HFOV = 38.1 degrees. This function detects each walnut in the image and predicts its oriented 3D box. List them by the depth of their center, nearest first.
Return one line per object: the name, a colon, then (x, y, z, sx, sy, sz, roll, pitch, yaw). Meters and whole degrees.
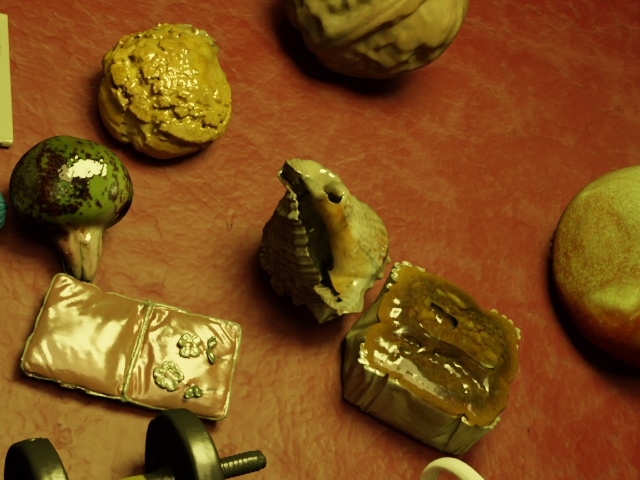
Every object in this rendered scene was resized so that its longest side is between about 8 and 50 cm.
walnut: (0.081, -0.365, 1.368, 0.273, 0.273, 0.227, 52, 40, 11)

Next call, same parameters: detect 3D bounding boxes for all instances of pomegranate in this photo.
pomegranate: (-0.288, -0.039, 1.063, 0.126, 0.163, 0.138, 24, 18, 39)

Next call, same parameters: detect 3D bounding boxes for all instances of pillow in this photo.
pillow: (-0.205, 0.123, 1.032, 0.233, 0.043, 0.126, 18, 55, -18)

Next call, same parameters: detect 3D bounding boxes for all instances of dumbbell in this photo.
dumbbell: (-0.198, 0.245, 0.886, 0.326, 0.143, 0.143, -6, 63, -32)

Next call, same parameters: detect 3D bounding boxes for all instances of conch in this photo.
conch: (0.000, 0.000, 1.139, 0.163, 0.245, 0.178, -23, 47, 2)

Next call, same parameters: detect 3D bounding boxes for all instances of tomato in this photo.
tomato: (0.497, 0.037, 1.346, 0.304, 0.239, 0.303, 18, 50, -22)

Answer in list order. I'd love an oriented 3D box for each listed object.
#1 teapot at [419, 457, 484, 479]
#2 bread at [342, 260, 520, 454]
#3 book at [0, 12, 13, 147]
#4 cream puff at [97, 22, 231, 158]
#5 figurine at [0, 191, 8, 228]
teapot: (0.206, 0.377, 1.028, 0.204, 0.139, 0.298, -9, 66, -31)
bread: (0.141, 0.145, 1.164, 0.210, 0.110, 0.192, 32, 49, -7)
book: (-0.520, -0.211, 1.097, 0.296, 0.020, 0.207, 4, 58, -27)
cream puff: (-0.195, -0.201, 1.201, 0.189, 0.129, 0.189, 15, 56, -23)
figurine: (-0.415, -0.034, 1.015, 0.136, 0.077, 0.079, 11, 18, -4)
